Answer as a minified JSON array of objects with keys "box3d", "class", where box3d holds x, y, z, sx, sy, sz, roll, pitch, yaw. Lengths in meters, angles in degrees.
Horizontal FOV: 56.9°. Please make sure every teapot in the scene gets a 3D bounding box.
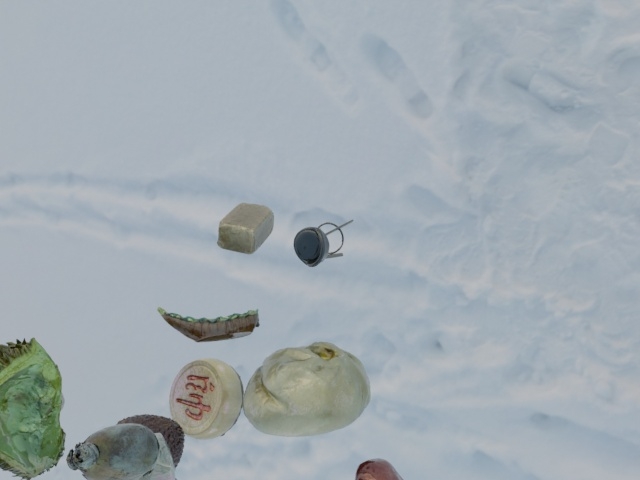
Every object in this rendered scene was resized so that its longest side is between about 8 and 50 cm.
[{"box3d":[-0.382,0.505,1.223,0.163,0.178,0.221,24,123,61],"class":"teapot"}]

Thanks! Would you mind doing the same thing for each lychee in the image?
[{"box3d":[-0.430,0.519,1.446,0.195,0.195,0.194,20,119,40],"class":"lychee"}]

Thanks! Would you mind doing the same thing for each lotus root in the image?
[{"box3d":[-0.299,0.309,0.856,0.088,0.165,0.088,-9,71,26],"class":"lotus root"}]

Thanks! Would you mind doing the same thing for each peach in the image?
[{"box3d":[0.129,0.568,1.305,0.152,0.152,0.151,20,119,40],"class":"peach"}]

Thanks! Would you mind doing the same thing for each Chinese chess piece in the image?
[{"box3d":[-0.388,0.535,2.004,0.270,0.112,0.269,-12,68,32],"class":"Chinese chess piece"}]

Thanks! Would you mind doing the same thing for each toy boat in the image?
[{"box3d":[-0.317,0.240,1.690,0.108,0.293,0.099,126,142,-57],"class":"toy boat"}]

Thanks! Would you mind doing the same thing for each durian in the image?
[{"box3d":[-0.678,0.380,1.320,0.163,0.198,0.393,37,131,54],"class":"durian"}]

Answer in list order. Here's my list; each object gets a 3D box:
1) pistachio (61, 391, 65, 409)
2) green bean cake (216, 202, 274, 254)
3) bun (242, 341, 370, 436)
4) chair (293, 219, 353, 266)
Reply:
[{"box3d":[-0.695,0.396,1.475,0.113,0.113,0.149,52,139,17],"class":"pistachio"},{"box3d":[-0.205,-0.037,1.645,0.109,0.179,0.085,12,117,11],"class":"green bean cake"},{"box3d":[-0.041,0.398,1.651,0.365,0.365,0.219,2,97,46],"class":"bun"},{"box3d":[0.001,0.000,1.462,0.095,0.221,0.104,16,105,16],"class":"chair"}]
